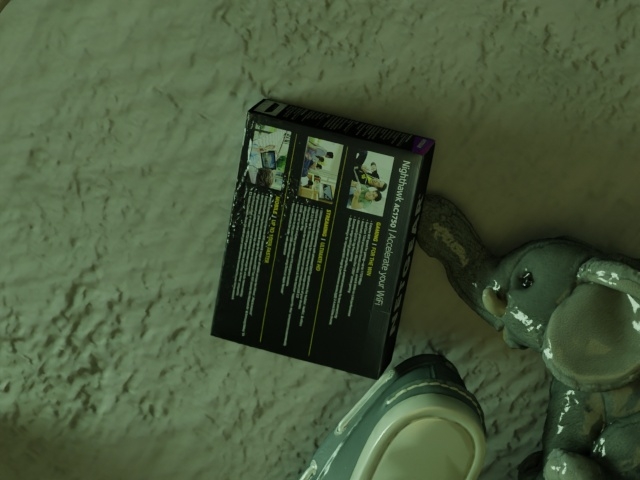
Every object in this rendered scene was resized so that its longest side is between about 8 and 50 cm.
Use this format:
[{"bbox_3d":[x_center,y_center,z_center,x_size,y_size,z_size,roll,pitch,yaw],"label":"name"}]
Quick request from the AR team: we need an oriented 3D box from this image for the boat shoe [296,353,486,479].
[{"bbox_3d":[0.023,0.218,1.440,0.116,0.099,0.319,23,119,-16],"label":"boat shoe"}]

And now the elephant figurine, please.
[{"bbox_3d":[0.195,0.068,1.373,0.186,0.169,0.239,-12,95,-25],"label":"elephant figurine"}]

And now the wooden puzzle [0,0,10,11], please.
[{"bbox_3d":[-0.150,-0.350,1.165,0.348,0.080,0.322,-38,68,28],"label":"wooden puzzle"}]

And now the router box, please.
[{"bbox_3d":[0.000,0.000,1.381,0.133,0.046,0.178,15,110,11],"label":"router box"}]
